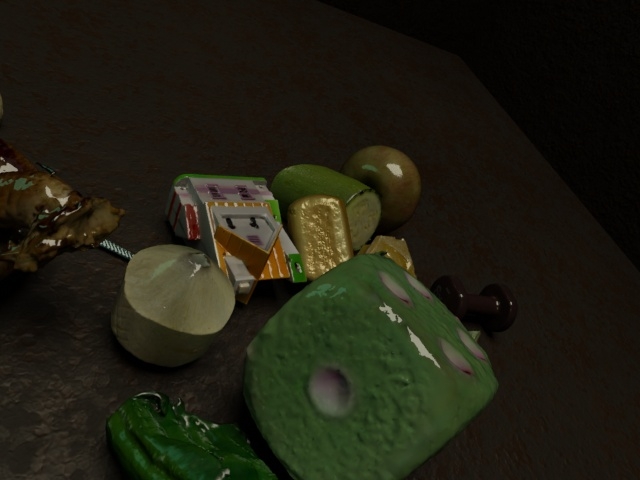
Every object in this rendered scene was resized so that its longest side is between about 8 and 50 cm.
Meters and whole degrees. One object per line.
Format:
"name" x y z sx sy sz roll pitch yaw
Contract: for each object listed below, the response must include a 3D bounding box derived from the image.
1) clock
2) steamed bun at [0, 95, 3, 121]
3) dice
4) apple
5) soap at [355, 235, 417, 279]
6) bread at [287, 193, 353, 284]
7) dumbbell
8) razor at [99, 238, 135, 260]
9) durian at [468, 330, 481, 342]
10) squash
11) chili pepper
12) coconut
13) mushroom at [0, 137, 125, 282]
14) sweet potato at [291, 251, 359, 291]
"clock" -0.185 0.004 1.147 0.235 0.166 0.309 -2 42 -37
"steamed bun" -0.775 -0.330 1.099 0.141 0.155 0.172 40 37 11
"dice" 0.088 0.234 0.903 0.322 0.318 0.330 50 18 19
"apple" 0.173 -0.146 1.489 0.257 0.256 0.234 46 26 17
"soap" 0.147 0.100 1.275 0.160 0.080 0.257 41 53 -8
"bread" 0.000 0.000 1.215 0.148 0.098 0.217 -5 84 -1
"dumbbell" 0.417 0.175 1.411 0.226 0.124 0.140 11 43 -25
"razor" -0.412 0.023 1.071 0.190 0.033 0.066 23 -6 -8
"durian" 0.267 0.269 1.193 0.252 0.139 0.144 -2 45 -36
"squash" 0.014 -0.098 1.387 0.261 0.189 0.189 26 28 38
"chili pepper" -0.157 0.379 0.754 0.385 0.213 0.167 30 78 28
"coconut" -0.262 0.108 0.927 0.202 0.222 0.202 23 34 -17
"mushroom" -0.569 -0.058 0.806 0.331 0.356 0.334 -39 103 -44
"sweet potato" 0.035 0.069 1.312 0.282 0.067 0.059 -8 16 -34
